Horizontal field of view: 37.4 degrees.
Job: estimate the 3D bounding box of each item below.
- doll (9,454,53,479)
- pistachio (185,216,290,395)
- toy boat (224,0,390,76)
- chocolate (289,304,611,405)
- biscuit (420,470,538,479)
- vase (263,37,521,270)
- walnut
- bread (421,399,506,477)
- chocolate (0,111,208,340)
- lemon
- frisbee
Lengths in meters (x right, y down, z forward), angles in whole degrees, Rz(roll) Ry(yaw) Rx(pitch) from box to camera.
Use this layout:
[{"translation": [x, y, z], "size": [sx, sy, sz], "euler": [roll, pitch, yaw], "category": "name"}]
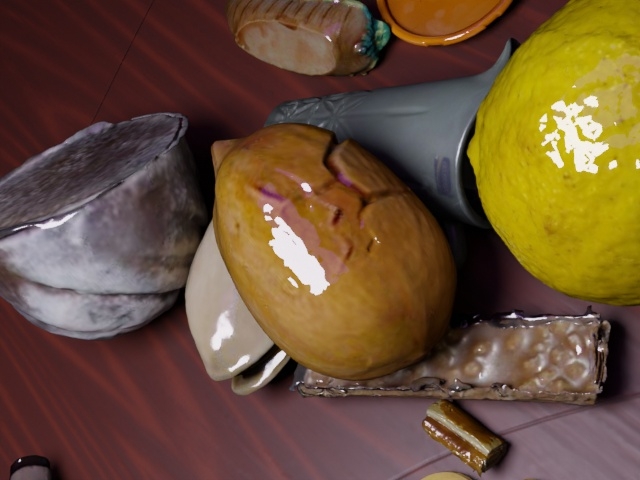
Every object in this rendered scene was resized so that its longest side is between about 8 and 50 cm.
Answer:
[{"translation": [-0.325, 0.379, 1.081], "size": [0.182, 0.117, 0.257], "euler": [-43, 55, 11], "category": "doll"}, {"translation": [-0.074, 0.051, 1.052], "size": [0.153, 0.138, 0.237], "euler": [-2, 65, 37], "category": "pistachio"}, {"translation": [-0.047, -0.271, 1.198], "size": [0.099, 0.108, 0.293], "euler": [-37, 43, -29], "category": "toy boat"}, {"translation": [0.125, 0.124, 0.953], "size": [0.329, 0.065, 0.102], "euler": [-5, 44, 29], "category": "chocolate"}, {"translation": [0.177, 0.297, 0.878], "size": [0.234, 0.030, 0.153], "euler": [32, 87, 35], "category": "biscuit"}, {"translation": [0.077, -0.089, 1.032], "size": [0.301, 0.156, 0.250], "euler": [7, 98, 38], "category": "vase"}, {"translation": [0.000, 0.000, 0.913], "size": [0.298, 0.203, 0.203], "euler": [43, 96, 8], "category": "walnut"}, {"translation": [0.141, 0.191, 0.931], "size": [0.083, 0.047, 0.036], "euler": [34, 131, 35], "category": "bread"}, {"translation": [-0.256, 0.001, 1.133], "size": [0.303, 0.213, 0.303], "euler": [-19, 24, 9], "category": "chocolate"}, {"translation": [0.267, -0.078, 0.824], "size": [0.268, 0.322, 0.268], "euler": [5, 67, -13], "category": "lemon"}, {"translation": [0.158, -0.313, 1.127], "size": [0.192, 0.035, 0.192], "euler": [-12, 65, 27], "category": "frisbee"}]
